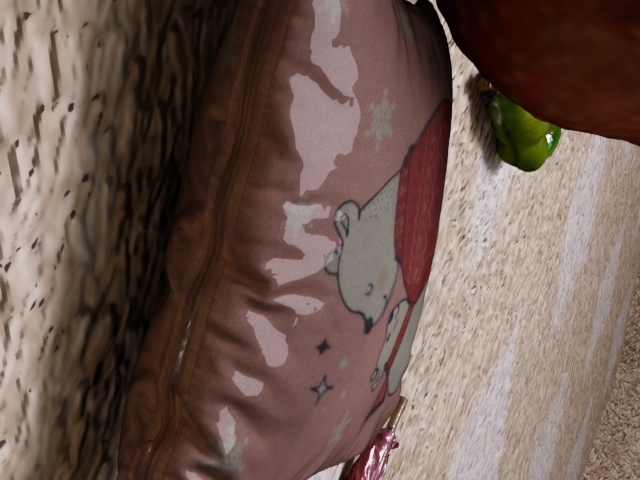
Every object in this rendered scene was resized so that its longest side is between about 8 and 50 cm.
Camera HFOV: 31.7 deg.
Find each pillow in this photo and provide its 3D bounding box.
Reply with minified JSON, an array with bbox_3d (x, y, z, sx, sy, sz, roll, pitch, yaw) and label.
[{"bbox_3d":[0.000,0.000,0.460,0.223,0.084,0.236,-16,120,-70],"label":"pillow"}]

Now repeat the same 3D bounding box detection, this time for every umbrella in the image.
[{"bbox_3d":[0.020,0.174,0.731,0.027,0.025,0.165,108,8,-65],"label":"umbrella"}]

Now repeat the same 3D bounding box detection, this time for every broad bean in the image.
[{"bbox_3d":[0.159,-0.098,0.888,0.213,0.048,0.070,19,89,-70],"label":"broad bean"}]

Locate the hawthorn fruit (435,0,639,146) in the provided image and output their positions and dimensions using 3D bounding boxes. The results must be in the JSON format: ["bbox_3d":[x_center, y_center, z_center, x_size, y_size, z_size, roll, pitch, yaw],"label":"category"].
[{"bbox_3d":[0.178,-0.206,0.499,0.287,0.287,0.330,74,11,-55],"label":"hawthorn fruit"}]
